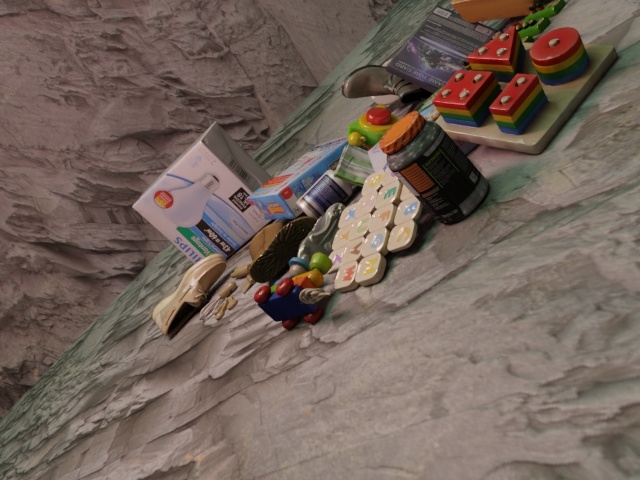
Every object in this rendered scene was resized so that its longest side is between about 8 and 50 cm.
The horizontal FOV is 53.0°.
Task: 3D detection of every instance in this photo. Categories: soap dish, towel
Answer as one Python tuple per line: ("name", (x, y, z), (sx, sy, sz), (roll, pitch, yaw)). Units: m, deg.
("soap dish", (0.518, -0.715, 1.762), (0.229, 0.118, 0.291), (4, 47, 37))
("towel", (0.102, -0.191, 1.653), (0.152, 0.113, 0.023), (-69, -3, -51))

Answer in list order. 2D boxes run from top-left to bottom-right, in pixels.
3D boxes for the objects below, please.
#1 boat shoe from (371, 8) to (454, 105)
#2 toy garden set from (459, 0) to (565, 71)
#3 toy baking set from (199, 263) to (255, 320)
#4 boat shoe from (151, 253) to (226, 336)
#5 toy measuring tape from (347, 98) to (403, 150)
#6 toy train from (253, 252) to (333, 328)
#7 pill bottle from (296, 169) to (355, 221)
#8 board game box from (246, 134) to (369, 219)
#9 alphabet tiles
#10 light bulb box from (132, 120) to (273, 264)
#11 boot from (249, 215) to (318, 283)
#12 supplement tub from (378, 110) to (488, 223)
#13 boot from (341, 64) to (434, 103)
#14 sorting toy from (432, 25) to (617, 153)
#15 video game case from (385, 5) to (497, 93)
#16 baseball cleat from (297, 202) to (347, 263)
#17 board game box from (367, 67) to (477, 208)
("boat shoe", (0.306, -0.537, 1.963), (0.340, 0.127, 0.158), (-42, -14, 20))
("toy garden set", (0.469, -0.509, 1.627), (0.244, 0.049, 0.204), (-49, 18, -12))
("toy baking set", (-0.273, 0.150, 1.861), (0.196, 0.030, 0.256), (-54, 19, -27))
("boat shoe", (-0.395, 0.171, 2.006), (0.302, 0.109, 0.098), (-45, 57, 0))
("toy measuring tape", (0.201, -0.332, 1.795), (0.330, 0.121, 0.121), (-36, 9, -35))
("toy train", (-0.017, 0.083, 1.300), (0.248, 0.105, 0.143), (-23, 28, 51))
("pill bottle", (0.025, -0.126, 1.698), (0.169, 0.094, 0.094), (-45, 17, 0))
("board game box", (-0.040, -0.185, 1.905), (0.302, 0.086, 0.308), (-39, 15, -16))
("alphabet tiles", (0.105, -0.033, 1.302), (0.278, 0.021, 0.284), (-22, 44, 53))
("light bulb box", (-0.379, -0.143, 2.224), (0.361, 0.358, 0.225), (-39, 16, 22))
("boot", (-0.108, -0.007, 1.750), (0.236, 0.089, 0.269), (-37, 14, 6))
("supplement tub", (0.199, -0.131, 1.147), (0.117, 0.190, 0.117), (-40, 18, 16))
("boot", (0.197, -0.429, 1.793), (0.247, 0.083, 0.161), (-17, 41, -14))
("sorting toy", (0.361, -0.300, 1.201), (0.255, 0.089, 0.257), (-49, 36, -12))
("video game case", (0.335, -0.523, 1.769), (0.274, 0.196, 0.026), (-53, -19, -20))
("baseball cleat", (0.000, 0.000, 1.545), (0.206, 0.072, 0.109), (-51, 4, -33))
("board game box", (0.259, -0.243, 1.474), (0.318, 0.066, 0.318), (-41, 18, 14))
